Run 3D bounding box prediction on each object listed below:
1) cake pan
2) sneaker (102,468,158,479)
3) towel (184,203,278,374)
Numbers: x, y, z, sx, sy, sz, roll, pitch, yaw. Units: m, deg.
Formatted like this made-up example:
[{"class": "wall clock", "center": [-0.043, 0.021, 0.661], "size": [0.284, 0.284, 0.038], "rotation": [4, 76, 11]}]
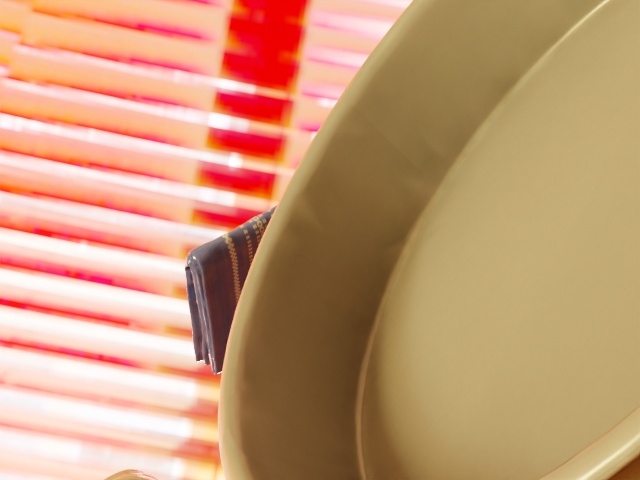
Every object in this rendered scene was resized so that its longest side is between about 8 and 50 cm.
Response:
[{"class": "cake pan", "center": [0.081, -0.020, 0.495], "size": [0.054, 0.293, 0.293], "rotation": [36, -25, -23]}, {"class": "sneaker", "center": [-0.127, 0.324, 1.695], "size": [0.152, 0.114, 0.305], "rotation": [4, -23, 39]}, {"class": "towel", "center": [0.000, 0.000, 1.753], "size": [0.040, 0.336, 0.243], "rotation": [49, -20, 27]}]
